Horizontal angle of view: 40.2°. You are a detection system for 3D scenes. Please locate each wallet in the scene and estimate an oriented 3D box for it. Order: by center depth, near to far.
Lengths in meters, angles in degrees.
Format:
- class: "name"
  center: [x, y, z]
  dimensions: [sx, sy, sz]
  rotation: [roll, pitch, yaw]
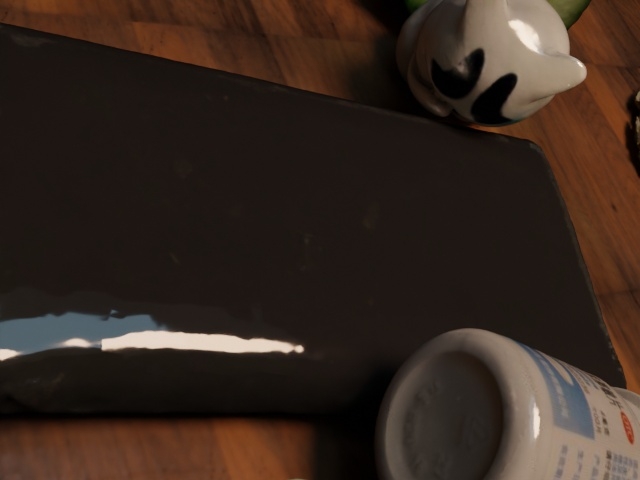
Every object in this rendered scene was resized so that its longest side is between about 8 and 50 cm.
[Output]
- class: "wallet"
  center: [0.000, 0.001, 0.527]
  dimensions: [0.406, 0.062, 0.228]
  rotation: [9, 53, -29]

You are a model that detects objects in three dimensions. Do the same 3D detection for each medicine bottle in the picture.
- class: "medicine bottle"
  center: [0.118, 0.115, 0.453]
  dimensions: [0.168, 0.105, 0.105]
  rotation: [25, 45, -36]

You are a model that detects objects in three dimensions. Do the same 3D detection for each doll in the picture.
- class: "doll"
  center: [0.118, -0.137, 0.644]
  dimensions: [0.110, 0.107, 0.181]
  rotation: [33, 14, -8]

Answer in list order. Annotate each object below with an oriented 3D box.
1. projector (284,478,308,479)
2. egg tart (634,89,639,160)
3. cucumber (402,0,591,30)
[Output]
- class: "projector"
  center: [0.041, 0.255, 0.326]
  dimensions: [0.259, 0.079, 0.257]
  rotation: [28, 41, 4]
- class: "egg tart"
  center: [0.414, -0.088, 0.846]
  dimensions: [0.252, 0.098, 0.232]
  rotation: [-21, 67, -38]
- class: "cucumber"
  center: [0.155, -0.256, 0.744]
  dimensions: [0.191, 0.191, 0.130]
  rotation: [3, 56, -31]
